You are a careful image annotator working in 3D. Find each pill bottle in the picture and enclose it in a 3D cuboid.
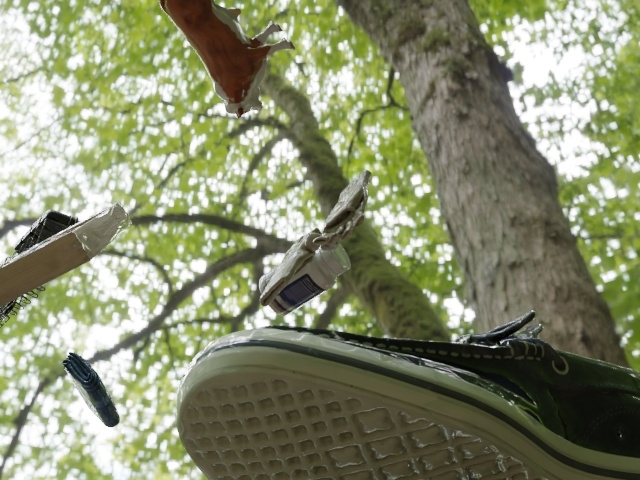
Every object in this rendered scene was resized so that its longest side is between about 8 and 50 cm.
[{"bbox_3d":[-0.028,0.069,1.571,0.169,0.094,0.094,-33,-53,22],"label":"pill bottle"}]

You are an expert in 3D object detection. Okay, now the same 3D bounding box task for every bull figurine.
[{"bbox_3d":[-0.172,-0.388,1.567,0.188,0.101,0.310,-34,-60,6],"label":"bull figurine"}]

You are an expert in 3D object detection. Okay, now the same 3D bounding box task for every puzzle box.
[{"bbox_3d":[-0.471,0.037,1.342,0.272,0.409,0.052,-27,-80,-1],"label":"puzzle box"}]

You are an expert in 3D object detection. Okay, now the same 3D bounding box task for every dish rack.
[{"bbox_3d":[-0.620,0.075,1.696,0.074,0.271,0.208,30,-41,-26],"label":"dish rack"}]

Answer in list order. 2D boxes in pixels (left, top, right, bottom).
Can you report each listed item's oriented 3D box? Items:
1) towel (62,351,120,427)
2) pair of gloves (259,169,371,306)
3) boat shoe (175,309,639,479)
[{"bbox_3d":[-0.306,0.203,1.089,0.029,0.067,0.119,-38,-35,-25],"label":"towel"},{"bbox_3d":[0.000,0.000,1.331,0.042,0.204,0.240,42,-68,-7],"label":"pair of gloves"},{"bbox_3d":[0.124,0.148,0.618,0.500,0.156,0.186,17,-52,-25],"label":"boat shoe"}]
